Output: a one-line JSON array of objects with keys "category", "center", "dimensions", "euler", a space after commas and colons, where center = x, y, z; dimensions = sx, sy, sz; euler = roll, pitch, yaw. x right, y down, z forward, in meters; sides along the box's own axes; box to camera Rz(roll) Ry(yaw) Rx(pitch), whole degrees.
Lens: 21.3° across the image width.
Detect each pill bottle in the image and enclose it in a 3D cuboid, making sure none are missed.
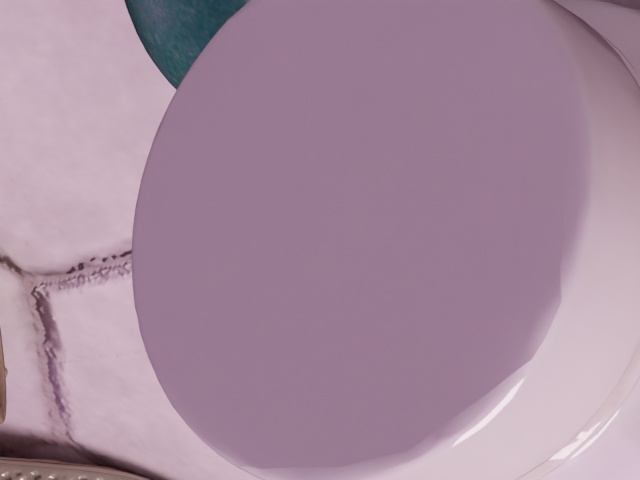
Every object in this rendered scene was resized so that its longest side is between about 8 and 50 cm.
[{"category": "pill bottle", "center": [0.112, 0.029, 0.645], "dimensions": [0.204, 0.204, 0.361], "euler": [-14, 159, 33]}]

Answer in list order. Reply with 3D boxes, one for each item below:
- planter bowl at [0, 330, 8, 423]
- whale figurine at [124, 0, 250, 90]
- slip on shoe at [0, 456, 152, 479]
[{"category": "planter bowl", "center": [-0.244, 0.068, 1.002], "dimensions": [0.109, 0.162, 0.162], "euler": [-7, 133, -5]}, {"category": "whale figurine", "center": [0.049, -0.124, 0.673], "dimensions": [0.272, 0.141, 0.216], "euler": [-18, 148, 21]}, {"category": "slip on shoe", "center": [-0.180, 0.209, 1.138], "dimensions": [0.331, 0.123, 0.101], "euler": [13, 164, 8]}]
